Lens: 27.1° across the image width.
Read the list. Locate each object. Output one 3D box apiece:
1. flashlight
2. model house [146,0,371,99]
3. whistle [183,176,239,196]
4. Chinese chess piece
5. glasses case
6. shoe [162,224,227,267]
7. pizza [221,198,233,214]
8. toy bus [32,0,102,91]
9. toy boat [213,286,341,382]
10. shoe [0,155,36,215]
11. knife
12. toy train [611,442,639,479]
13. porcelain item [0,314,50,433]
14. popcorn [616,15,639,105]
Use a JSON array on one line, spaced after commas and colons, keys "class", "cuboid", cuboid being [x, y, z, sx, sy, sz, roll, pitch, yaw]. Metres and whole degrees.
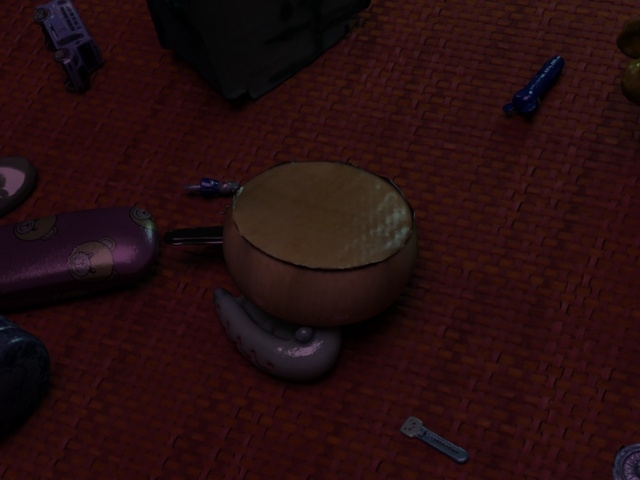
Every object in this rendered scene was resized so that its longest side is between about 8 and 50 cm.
[{"class": "flashlight", "cuboid": [0.315, -0.220, 1.916, 0.057, 0.035, 0.121, 9, 49, 49]}, {"class": "model house", "cuboid": [-0.145, -0.419, 2.049, 0.295, 0.252, 0.329, -37, 49, -13]}, {"class": "whistle", "cuboid": [-0.158, -0.078, 1.928, 0.083, 0.029, 0.033, 1, 18, 8]}, {"class": "Chinese chess piece", "cuboid": [0.000, 0.000, 1.738, 0.257, 0.104, 0.257, 4, 37, -3]}, {"class": "glasses case", "cuboid": [-0.383, 0.025, 1.875, 0.316, 0.076, 0.123, -11, 53, 5]}, {"class": "shoe", "cuboid": [-0.140, 0.010, 1.844, 0.159, 0.053, 0.062, 0, 16, -10]}, {"class": "pizza", "cuboid": [-0.077, -0.058, 1.897, 0.100, 0.029, 0.099, 13, 51, 19]}, {"class": "toy bus", "cuboid": [-0.402, -0.317, 2.128, 0.076, 0.073, 0.167, -26, 53, -8]}, {"class": "toy boat", "cuboid": [-0.055, 0.099, 1.746, 0.134, 0.079, 0.208, -33, 53, -14]}, {"class": "shoe", "cuboid": [-0.518, -0.070, 1.977, 0.195, 0.078, 0.079, -37, 54, -9]}, {"class": "knife", "cuboid": [0.141, 0.246, 1.633, 0.096, 0.010, 0.027, 28, 66, 28]}, {"class": "toy train", "cuboid": [0.348, 0.361, 1.427, 0.299, 0.131, 0.202, -43, 59, -17]}, {"class": "porcelain item", "cuboid": [-0.437, 0.173, 1.737, 0.114, 0.147, 0.147, 28, 65, 28]}, {"class": "popcorn", "cuboid": [0.538, -0.260, 1.785, 0.241, 0.235, 0.250, 33, 47, -15]}]
